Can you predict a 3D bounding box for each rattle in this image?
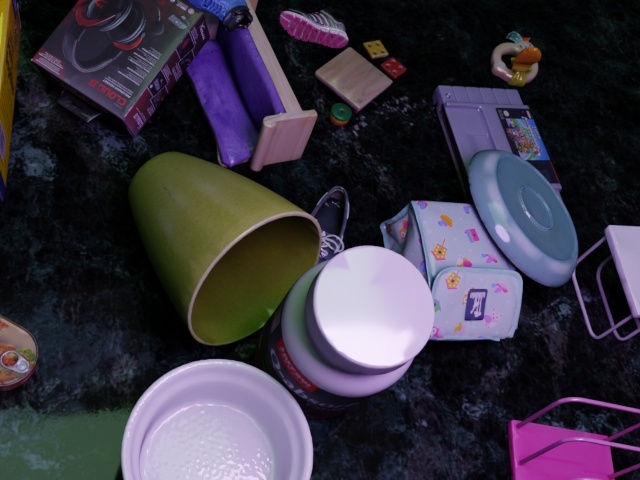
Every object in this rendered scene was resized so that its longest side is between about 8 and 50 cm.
[{"bbox_3d":[0.510,-0.496,1.870,0.130,0.143,0.200,23,59,18],"label":"rattle"}]

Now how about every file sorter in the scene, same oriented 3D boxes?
[{"bbox_3d":[0.455,0.433,1.245,0.202,0.182,0.291,12,56,-12],"label":"file sorter"},{"bbox_3d":[0.690,0.099,1.537,0.277,0.173,0.193,2,60,-17],"label":"file sorter"}]

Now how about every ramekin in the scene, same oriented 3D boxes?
[{"bbox_3d":[-0.161,0.333,1.125,0.277,0.135,0.277,8,58,-12],"label":"ramekin"}]

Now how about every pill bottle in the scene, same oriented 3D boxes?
[{"bbox_3d":[0.028,0.148,1.151,0.210,0.363,0.210,5,68,-13],"label":"pill bottle"}]

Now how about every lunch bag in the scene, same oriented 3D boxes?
[{"bbox_3d":[0.253,0.066,1.418,0.223,0.160,0.262,3,64,-28],"label":"lunch bag"}]

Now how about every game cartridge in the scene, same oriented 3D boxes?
[{"bbox_3d":[0.407,-0.205,1.702,0.230,0.068,0.355,-4,61,-16],"label":"game cartridge"}]

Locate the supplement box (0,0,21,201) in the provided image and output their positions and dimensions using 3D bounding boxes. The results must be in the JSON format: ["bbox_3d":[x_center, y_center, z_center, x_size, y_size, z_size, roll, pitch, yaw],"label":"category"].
[{"bbox_3d":[-0.628,-0.267,1.258,0.194,0.195,0.357,4,73,-16],"label":"supplement box"}]

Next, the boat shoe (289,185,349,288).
[{"bbox_3d":[0.000,0.000,1.413,0.095,0.079,0.254,25,51,5],"label":"boat shoe"}]

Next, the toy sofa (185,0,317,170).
[{"bbox_3d":[-0.164,-0.330,1.529,0.177,0.150,0.363,-12,64,-26],"label":"toy sofa"}]

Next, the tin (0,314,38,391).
[{"bbox_3d":[-0.534,0.162,1.168,0.189,0.040,0.106,30,59,1],"label":"tin"}]

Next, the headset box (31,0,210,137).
[{"bbox_3d":[-0.389,-0.360,1.443,0.218,0.110,0.293,34,80,5],"label":"headset box"}]

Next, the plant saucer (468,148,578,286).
[{"bbox_3d":[0.420,-0.058,1.495,0.317,0.043,0.318,26,45,-29],"label":"plant saucer"}]

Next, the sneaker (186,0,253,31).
[{"bbox_3d":[-0.194,-0.453,1.449,0.152,0.058,0.085,-1,55,-51],"label":"sneaker"}]

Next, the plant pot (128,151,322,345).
[{"bbox_3d":[-0.194,-0.020,1.280,0.274,0.275,0.293,-29,57,-31],"label":"plant pot"}]

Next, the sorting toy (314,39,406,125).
[{"bbox_3d":[0.076,-0.361,1.691,0.132,0.046,0.274,41,56,9],"label":"sorting toy"}]

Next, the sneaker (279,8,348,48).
[{"bbox_3d":[-0.014,-0.508,1.744,0.170,0.063,0.075,14,56,-16],"label":"sneaker"}]
